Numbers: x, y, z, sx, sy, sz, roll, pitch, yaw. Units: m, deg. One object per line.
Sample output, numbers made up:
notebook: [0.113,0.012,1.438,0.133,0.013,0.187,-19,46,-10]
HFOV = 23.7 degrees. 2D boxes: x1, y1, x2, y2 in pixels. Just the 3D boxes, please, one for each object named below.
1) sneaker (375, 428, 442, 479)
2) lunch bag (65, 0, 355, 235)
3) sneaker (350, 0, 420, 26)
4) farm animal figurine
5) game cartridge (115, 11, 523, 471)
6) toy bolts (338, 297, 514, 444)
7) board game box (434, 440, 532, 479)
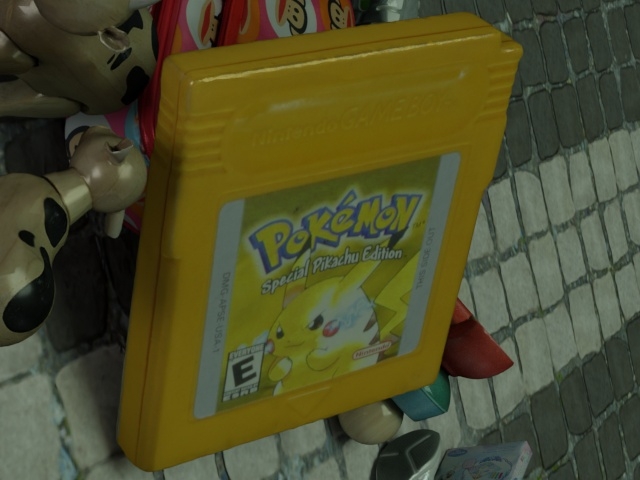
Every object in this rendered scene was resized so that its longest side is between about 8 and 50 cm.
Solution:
sneaker: [0.075,0.241,1.416,0.152,0.054,0.061,-60,140,-38]
lunch bag: [-0.091,-0.137,1.190,0.258,0.120,0.293,38,50,-43]
sneaker: [0.073,-0.230,1.513,0.132,0.086,0.228,32,66,-56]
farm animal figurine: [-0.168,-0.117,0.914,0.327,0.172,0.330,-53,143,-80]
game cartridge: [0.000,0.000,1.097,0.285,0.053,0.323,-14,132,-33]
toy bolts: [0.034,0.069,1.358,0.228,0.158,0.218,48,3,-27]
board game box: [0.153,0.236,1.496,0.020,0.090,0.090,62,37,-25]
